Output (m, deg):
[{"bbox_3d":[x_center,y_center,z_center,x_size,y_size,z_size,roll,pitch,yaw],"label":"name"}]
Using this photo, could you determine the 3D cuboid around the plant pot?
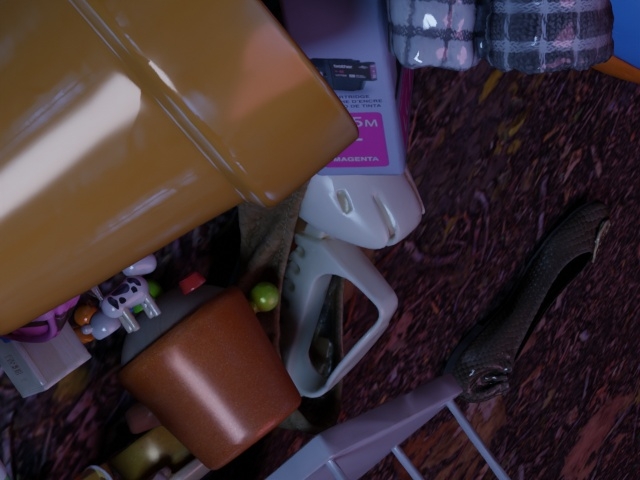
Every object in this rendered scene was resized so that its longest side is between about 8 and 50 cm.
[{"bbox_3d":[-0.118,-0.064,0.884,0.188,0.205,0.205,-42,156,0],"label":"plant pot"}]

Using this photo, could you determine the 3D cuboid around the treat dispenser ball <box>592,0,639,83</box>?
[{"bbox_3d":[0.237,-0.239,1.226,0.288,0.288,0.288,-44,153,-30],"label":"treat dispenser ball"}]

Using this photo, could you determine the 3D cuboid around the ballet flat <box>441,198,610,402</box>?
[{"bbox_3d":[0.207,0.060,1.821,0.250,0.058,0.084,-47,155,-24],"label":"ballet flat"}]

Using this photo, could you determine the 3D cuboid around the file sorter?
[{"bbox_3d":[0.010,0.260,1.413,0.277,0.173,0.193,-44,167,31],"label":"file sorter"}]

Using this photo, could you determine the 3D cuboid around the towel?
[{"bbox_3d":[0.100,-0.210,0.992,0.284,0.121,0.235,-57,146,-76],"label":"towel"}]

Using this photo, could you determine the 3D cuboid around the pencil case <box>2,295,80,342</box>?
[{"bbox_3d":[-0.110,-0.031,1.034,0.209,0.098,0.095,-45,145,-29],"label":"pencil case"}]

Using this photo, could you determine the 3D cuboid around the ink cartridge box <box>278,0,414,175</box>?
[{"bbox_3d":[0.013,-0.193,1.022,0.311,0.065,0.186,73,19,-58],"label":"ink cartridge box"}]

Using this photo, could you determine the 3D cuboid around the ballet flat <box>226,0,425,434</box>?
[{"bbox_3d":[0.000,0.000,1.256,0.116,0.124,0.342,-34,147,-44],"label":"ballet flat"}]

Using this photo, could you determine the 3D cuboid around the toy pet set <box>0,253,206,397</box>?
[{"bbox_3d":[-0.145,0.034,1.101,0.114,0.065,0.122,-37,-173,-30],"label":"toy pet set"}]

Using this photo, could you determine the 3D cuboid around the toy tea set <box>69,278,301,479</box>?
[{"bbox_3d":[-0.157,0.136,1.176,0.200,0.124,0.336,-39,178,42],"label":"toy tea set"}]

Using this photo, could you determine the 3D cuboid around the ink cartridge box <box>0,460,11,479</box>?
[{"bbox_3d":[-0.232,0.070,0.843,0.093,0.154,0.212,-50,155,-19],"label":"ink cartridge box"}]
